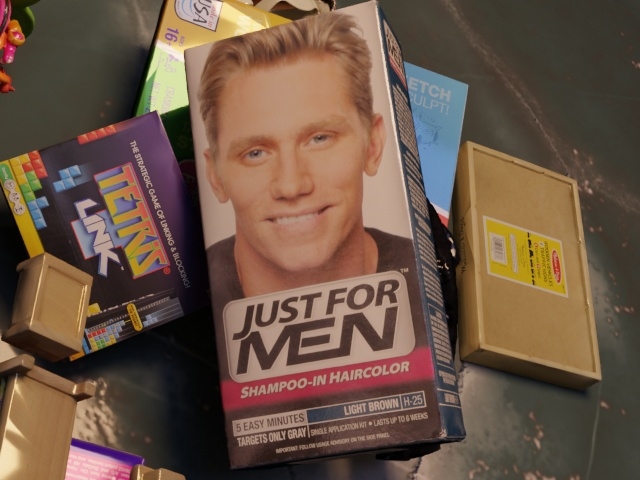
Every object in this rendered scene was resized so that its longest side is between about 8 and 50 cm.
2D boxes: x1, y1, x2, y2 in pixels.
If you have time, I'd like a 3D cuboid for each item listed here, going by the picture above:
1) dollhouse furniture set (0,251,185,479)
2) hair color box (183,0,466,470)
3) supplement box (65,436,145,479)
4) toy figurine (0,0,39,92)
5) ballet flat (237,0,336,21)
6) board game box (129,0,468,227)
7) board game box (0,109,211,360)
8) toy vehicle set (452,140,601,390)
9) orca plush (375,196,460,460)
[{"bbox_3d":[-0.168,0.133,0.675,0.161,0.101,0.182,36,45,-42],"label":"dollhouse furniture set"},{"bbox_3d":[0.000,0.000,0.826,0.105,0.173,0.347,35,45,-70],"label":"hair color box"},{"bbox_3d":[-0.206,0.252,0.692,0.114,0.111,0.220,21,55,-20],"label":"supplement box"},{"bbox_3d":[-0.293,-0.124,0.841,0.130,0.173,0.159,13,69,-46],"label":"toy figurine"},{"bbox_3d":[-0.072,-0.236,1.084,0.221,0.079,0.077,-20,76,-38],"label":"ballet flat"},{"bbox_3d":[-0.025,-0.086,0.979,0.316,0.064,0.242,16,69,-16],"label":"board game box"},{"bbox_3d":[-0.173,-0.005,0.843,0.141,0.048,0.170,-22,95,-15],"label":"board game box"},{"bbox_3d":[0.229,0.026,1.151,0.166,0.035,0.267,17,56,-24],"label":"toy vehicle set"},{"bbox_3d":[0.070,0.045,0.884,0.151,0.102,0.287,10,74,-18],"label":"orca plush"}]
